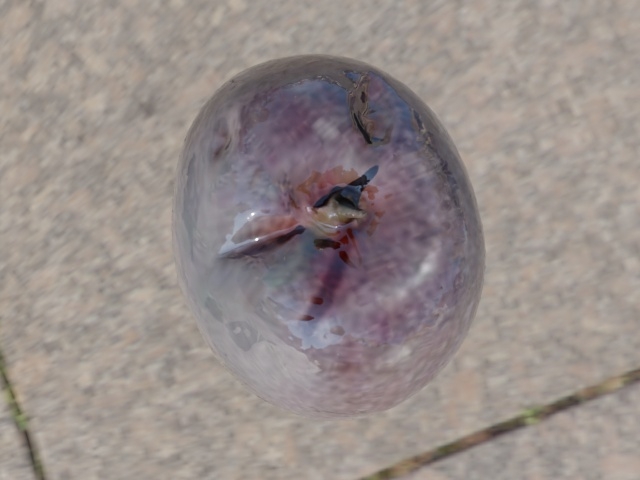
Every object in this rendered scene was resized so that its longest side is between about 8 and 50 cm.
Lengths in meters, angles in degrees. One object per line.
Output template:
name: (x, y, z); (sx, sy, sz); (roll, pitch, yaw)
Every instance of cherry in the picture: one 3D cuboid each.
cherry: (0.001, 0.004, 0.928); (0.140, 0.176, 0.176); (-19, 88, -15)
